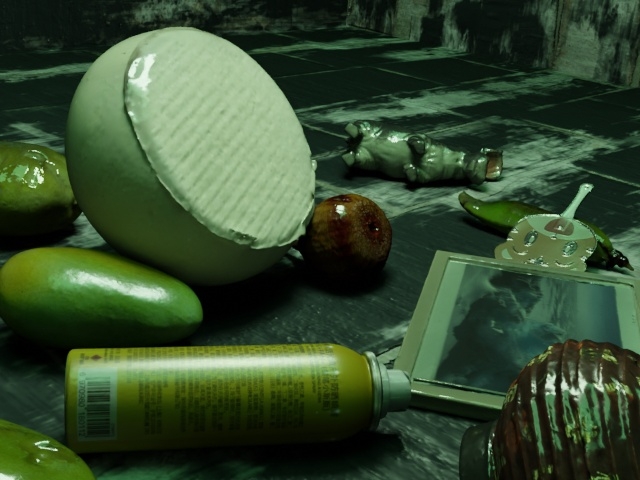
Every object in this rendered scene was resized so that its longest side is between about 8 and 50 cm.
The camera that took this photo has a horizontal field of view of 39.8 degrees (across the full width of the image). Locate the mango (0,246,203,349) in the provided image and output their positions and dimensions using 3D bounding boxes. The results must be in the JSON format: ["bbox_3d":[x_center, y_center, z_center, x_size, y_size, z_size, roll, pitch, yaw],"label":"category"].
[{"bbox_3d":[-0.269,0.070,1.080,0.251,0.114,0.156,2,10,-6],"label":"mango"}]

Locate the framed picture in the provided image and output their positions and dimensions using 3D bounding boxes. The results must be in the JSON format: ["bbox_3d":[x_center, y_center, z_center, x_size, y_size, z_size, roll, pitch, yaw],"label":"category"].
[{"bbox_3d":[0.282,0.124,1.172,0.326,0.028,0.446,9,22,12],"label":"framed picture"}]

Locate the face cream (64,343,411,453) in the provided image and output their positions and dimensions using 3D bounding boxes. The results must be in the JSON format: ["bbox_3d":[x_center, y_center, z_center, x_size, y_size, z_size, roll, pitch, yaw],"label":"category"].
[{"bbox_3d":[-0.079,0.159,0.907,0.349,0.104,0.105,0,22,-11],"label":"face cream"}]

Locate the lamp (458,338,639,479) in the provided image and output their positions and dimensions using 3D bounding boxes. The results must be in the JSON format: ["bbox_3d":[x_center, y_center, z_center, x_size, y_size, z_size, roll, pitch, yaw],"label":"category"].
[{"bbox_3d":[0.238,0.195,0.712,0.247,0.246,0.247,4,22,-2],"label":"lamp"}]

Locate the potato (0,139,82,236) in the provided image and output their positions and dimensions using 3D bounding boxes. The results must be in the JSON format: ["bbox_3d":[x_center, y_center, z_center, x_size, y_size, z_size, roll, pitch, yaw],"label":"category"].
[{"bbox_3d":[-0.490,-0.082,1.381,0.229,0.148,0.197,10,8,21],"label":"potato"}]

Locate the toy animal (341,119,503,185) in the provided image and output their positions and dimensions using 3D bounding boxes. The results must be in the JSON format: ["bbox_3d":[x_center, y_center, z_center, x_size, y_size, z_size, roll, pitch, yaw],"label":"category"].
[{"bbox_3d":[0.211,-0.167,1.796,0.343,0.106,0.168,11,15,0],"label":"toy animal"}]

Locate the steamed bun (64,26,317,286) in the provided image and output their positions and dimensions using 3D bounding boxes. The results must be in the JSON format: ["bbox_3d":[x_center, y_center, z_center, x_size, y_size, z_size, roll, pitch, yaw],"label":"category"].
[{"bbox_3d":[-0.195,-0.104,1.237,0.241,0.374,0.374,-26,5,32],"label":"steamed bun"}]

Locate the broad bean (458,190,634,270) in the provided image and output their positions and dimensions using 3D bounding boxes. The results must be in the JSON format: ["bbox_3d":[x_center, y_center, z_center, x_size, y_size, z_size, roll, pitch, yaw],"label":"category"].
[{"bbox_3d":[0.384,-0.023,1.517,0.339,0.061,0.077,22,39,37],"label":"broad bean"}]

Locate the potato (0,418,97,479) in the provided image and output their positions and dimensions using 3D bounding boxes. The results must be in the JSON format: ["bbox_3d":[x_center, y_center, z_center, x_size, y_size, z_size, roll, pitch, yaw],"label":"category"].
[{"bbox_3d":[-0.287,0.207,0.685,0.253,0.148,0.186,7,24,5],"label":"potato"}]

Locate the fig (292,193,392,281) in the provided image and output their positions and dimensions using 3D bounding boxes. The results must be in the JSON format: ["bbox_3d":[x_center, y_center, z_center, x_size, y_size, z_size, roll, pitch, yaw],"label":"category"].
[{"bbox_3d":[0.000,0.000,1.336,0.201,0.133,0.146,-5,-14,32],"label":"fig"}]

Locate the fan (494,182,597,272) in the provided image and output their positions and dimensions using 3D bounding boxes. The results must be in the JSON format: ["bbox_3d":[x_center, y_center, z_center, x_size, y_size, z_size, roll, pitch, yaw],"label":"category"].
[{"bbox_3d":[0.394,-0.022,1.455,0.153,0.008,0.226,18,52,33],"label":"fan"}]
